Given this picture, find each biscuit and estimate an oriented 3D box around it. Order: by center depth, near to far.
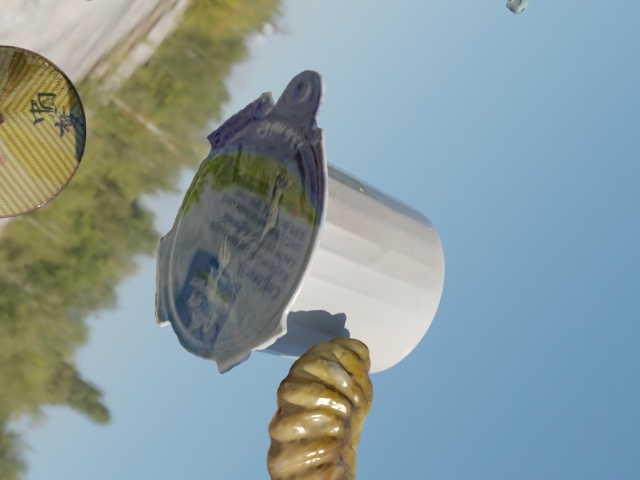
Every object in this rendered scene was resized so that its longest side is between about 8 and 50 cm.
[{"bbox_3d":[0.006,0.172,1.229,0.061,0.118,0.183,1,-107,37],"label":"biscuit"}]

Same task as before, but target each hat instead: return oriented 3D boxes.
[{"bbox_3d":[-0.346,-0.124,1.464,0.193,0.193,0.082,-55,180,-10],"label":"hat"}]

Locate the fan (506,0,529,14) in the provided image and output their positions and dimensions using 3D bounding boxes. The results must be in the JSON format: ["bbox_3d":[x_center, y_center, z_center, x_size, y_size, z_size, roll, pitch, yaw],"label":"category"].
[{"bbox_3d":[0.178,-0.244,1.083,0.038,0.016,0.193,-33,160,-28],"label":"fan"}]

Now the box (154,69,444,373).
[{"bbox_3d":[0.000,0.000,1.368,0.262,0.206,0.291,25,-87,53],"label":"box"}]
